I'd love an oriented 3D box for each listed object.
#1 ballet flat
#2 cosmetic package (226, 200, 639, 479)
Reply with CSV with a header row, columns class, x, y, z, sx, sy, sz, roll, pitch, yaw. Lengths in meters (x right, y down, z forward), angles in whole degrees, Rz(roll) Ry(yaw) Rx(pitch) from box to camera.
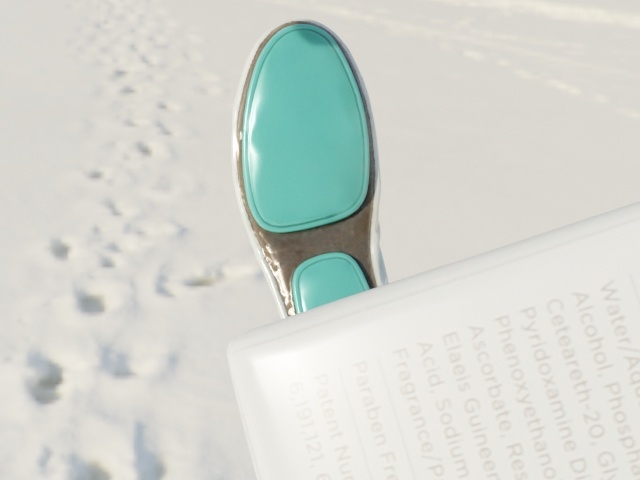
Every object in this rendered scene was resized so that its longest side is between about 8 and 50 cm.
class,x,y,z,sx,sy,sz,roll,pitch,yaw
ballet flat,0.000,0.000,1.113,0.139,0.400,0.139,-12,-6,-1
cosmetic package,0.212,0.151,0.662,0.393,0.327,0.329,-19,-10,13
